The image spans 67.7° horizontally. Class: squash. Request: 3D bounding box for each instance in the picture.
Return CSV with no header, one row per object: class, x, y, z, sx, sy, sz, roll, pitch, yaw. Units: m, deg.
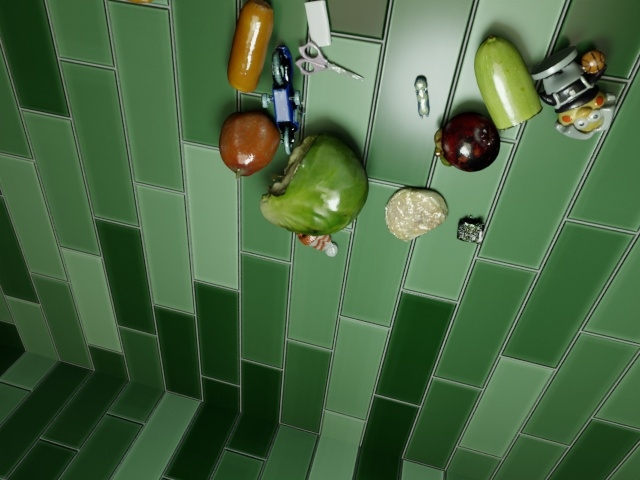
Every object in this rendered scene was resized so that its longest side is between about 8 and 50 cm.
squash,0.495,-0.436,1.294,0.133,0.132,0.247,-21,112,28

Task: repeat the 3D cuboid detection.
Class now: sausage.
sausage,-0.212,-0.576,1.428,0.105,0.105,0.274,24,128,0

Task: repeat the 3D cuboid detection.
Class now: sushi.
sushi,0.507,-0.039,1.613,0.083,0.056,0.084,8,127,20

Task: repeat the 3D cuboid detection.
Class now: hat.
hat,0.000,0.000,1.787,0.162,0.093,0.112,34,139,-30

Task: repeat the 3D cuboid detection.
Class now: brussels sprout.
brussels sprout,-0.012,-0.155,1.551,0.371,0.275,0.314,-33,106,33

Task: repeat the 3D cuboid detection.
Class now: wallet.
wallet,-0.005,-0.625,1.378,0.061,0.025,0.122,-2,124,16

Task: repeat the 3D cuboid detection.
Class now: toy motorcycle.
toy motorcycle,-0.108,-0.430,1.470,0.113,0.168,0.314,-2,113,7

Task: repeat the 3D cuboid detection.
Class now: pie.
pie,0.317,-0.095,1.631,0.218,0.052,0.185,-30,113,33

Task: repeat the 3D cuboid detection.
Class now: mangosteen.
mangosteen,0.425,-0.283,1.409,0.200,0.199,0.199,8,126,12

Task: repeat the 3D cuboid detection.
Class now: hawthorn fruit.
hawthorn fruit,-0.236,-0.295,1.543,0.200,0.251,0.199,7,155,3

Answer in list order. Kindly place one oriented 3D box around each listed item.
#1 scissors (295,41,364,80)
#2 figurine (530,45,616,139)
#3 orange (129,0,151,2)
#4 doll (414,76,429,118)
scissors,0.029,-0.520,1.436,0.213,0.021,0.110,21,144,-2
figurine,0.685,-0.389,1.269,0.176,0.133,0.236,-28,109,33
orange,-0.536,-0.771,1.308,0.171,0.240,0.240,-29,112,13
doll,0.303,-0.423,1.422,0.037,0.027,0.125,-9,121,14
